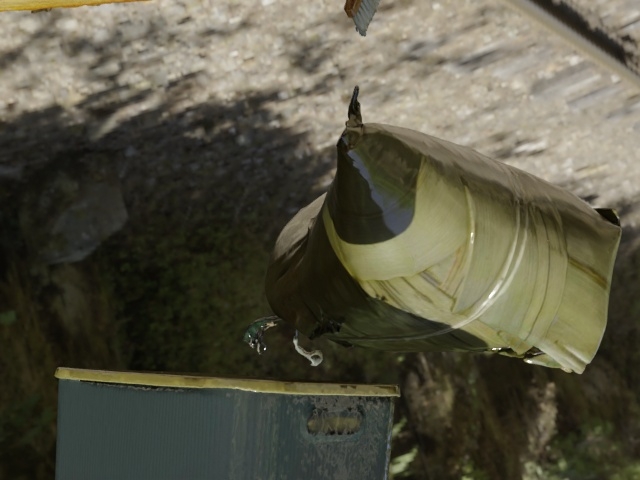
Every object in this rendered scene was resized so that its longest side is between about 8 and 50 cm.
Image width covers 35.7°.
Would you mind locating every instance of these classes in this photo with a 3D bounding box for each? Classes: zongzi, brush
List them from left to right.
[{"bbox_3d":[0.000,0.000,0.923,0.447,0.181,0.418,-6,158,40],"label":"zongzi"},{"bbox_3d":[0.028,-0.342,1.164,0.017,0.090,0.314,17,171,21],"label":"brush"}]

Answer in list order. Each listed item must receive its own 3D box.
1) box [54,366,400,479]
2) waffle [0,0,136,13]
[{"bbox_3d":[-0.063,0.126,0.609,0.201,0.090,0.144,-3,170,43],"label":"box"},{"bbox_3d":[-0.260,-0.389,1.089,0.376,0.261,0.114,1,-174,20],"label":"waffle"}]
